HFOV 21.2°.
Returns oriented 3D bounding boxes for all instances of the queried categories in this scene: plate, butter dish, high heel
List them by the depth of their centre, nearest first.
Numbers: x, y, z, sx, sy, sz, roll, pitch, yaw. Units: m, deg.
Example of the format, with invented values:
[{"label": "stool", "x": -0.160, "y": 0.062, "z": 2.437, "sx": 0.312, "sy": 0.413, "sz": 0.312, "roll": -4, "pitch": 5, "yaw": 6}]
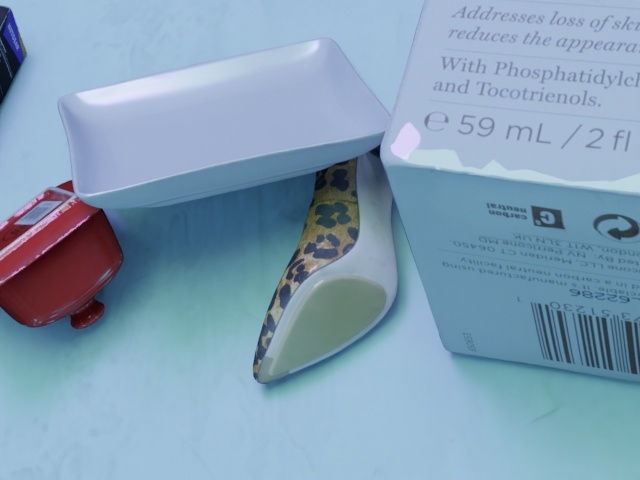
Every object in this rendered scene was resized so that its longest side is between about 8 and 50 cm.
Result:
[{"label": "high heel", "x": 0.000, "y": 0.000, "z": 1.556, "sx": 0.261, "sy": 0.093, "sz": 0.186, "roll": -51, "pitch": 34, "yaw": 1}, {"label": "plate", "x": -0.093, "y": -0.102, "z": 1.557, "sx": 0.277, "sy": 0.045, "sz": 0.278, "roll": -14, "pitch": 25, "yaw": -7}, {"label": "butter dish", "x": -0.242, "y": 0.029, "z": 1.566, "sx": 0.160, "sy": 0.118, "sz": 0.160, "roll": -40, "pitch": 19, "yaw": -14}]

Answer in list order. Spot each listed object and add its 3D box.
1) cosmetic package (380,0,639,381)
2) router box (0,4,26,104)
[{"label": "cosmetic package", "x": 0.272, "y": -0.123, "z": 1.388, "sx": 0.330, "sy": 0.327, "sz": 0.393, "roll": 7, "pitch": 62, "yaw": 18}, {"label": "router box", "x": -0.487, "y": -0.151, "z": 1.719, "sx": 0.309, "sy": 0.081, "sz": 0.243, "roll": 15, "pitch": 62, "yaw": 13}]
